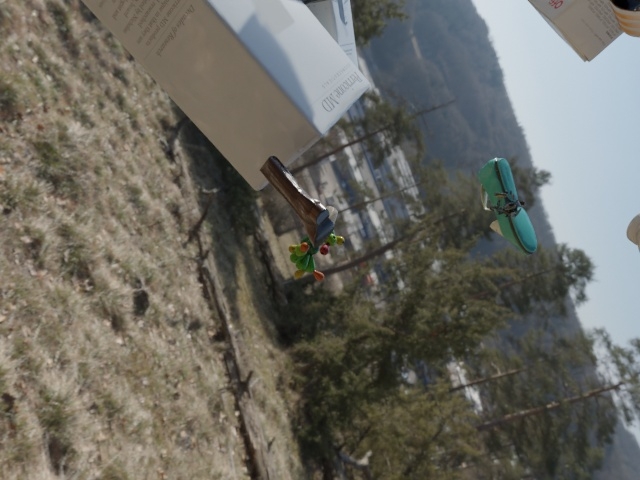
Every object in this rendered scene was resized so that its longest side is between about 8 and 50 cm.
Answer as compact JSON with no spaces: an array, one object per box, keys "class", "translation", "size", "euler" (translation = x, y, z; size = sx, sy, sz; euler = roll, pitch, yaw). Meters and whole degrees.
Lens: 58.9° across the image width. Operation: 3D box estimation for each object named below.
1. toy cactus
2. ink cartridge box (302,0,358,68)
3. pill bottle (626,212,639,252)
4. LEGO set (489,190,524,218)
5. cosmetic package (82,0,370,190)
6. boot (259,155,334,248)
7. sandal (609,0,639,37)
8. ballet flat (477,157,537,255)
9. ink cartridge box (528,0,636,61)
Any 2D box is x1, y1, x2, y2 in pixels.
[{"class":"toy cactus","translation":[0.000,0.000,1.371],"size":[0.112,0.219,0.180],"euler":[30,65,-6]},{"class":"ink cartridge box","translation":[-0.052,-0.407,1.026],"size":[0.114,0.197,0.273],"euler":[-47,131,-61]},{"class":"pill bottle","translation":[0.818,0.017,1.299],"size":[0.121,0.121,0.216],"euler":[58,1,-35]},{"class":"LEGO set","translation":[0.312,-0.055,0.943],"size":[0.083,0.054,0.023],"euler":[-51,136,-50]},{"class":"cosmetic package","translation":[-0.154,-0.326,0.845],"size":[0.453,0.161,0.230],"euler":[48,39,-11]},{"class":"boot","translation":[-0.033,-0.051,0.750],"size":[0.114,0.037,0.106],"euler":[43,-21,20]},{"class":"sandal","translation":[0.519,-0.345,0.878],"size":[0.265,0.076,0.102],"euler":[14,25,-36]},{"class":"ballet flat","translation":[0.439,-0.073,1.354],"size":[0.083,0.087,0.247],"euler":[-5,73,-38]},{"class":"ink cartridge box","translation":[0.582,-0.530,1.103],"size":[0.131,0.306,0.226],"euler":[37,29,-20]}]
